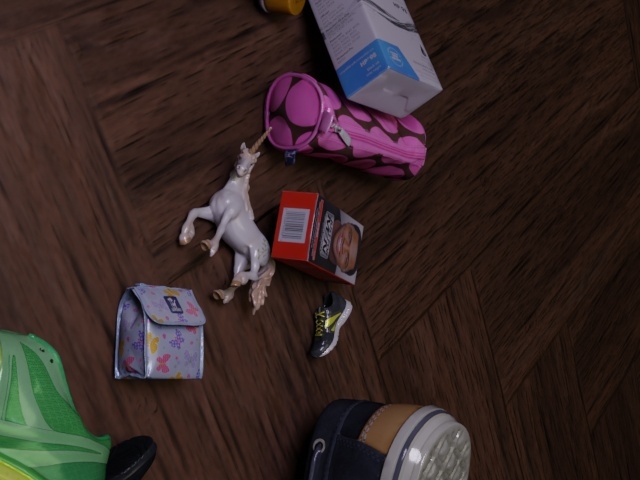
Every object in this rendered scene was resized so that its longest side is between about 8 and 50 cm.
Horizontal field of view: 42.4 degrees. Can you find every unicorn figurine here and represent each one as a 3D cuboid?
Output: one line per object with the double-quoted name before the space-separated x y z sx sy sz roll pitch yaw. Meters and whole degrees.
"unicorn figurine" -0.083 -0.016 0.801 0.111 0.060 0.162 -55 144 -41

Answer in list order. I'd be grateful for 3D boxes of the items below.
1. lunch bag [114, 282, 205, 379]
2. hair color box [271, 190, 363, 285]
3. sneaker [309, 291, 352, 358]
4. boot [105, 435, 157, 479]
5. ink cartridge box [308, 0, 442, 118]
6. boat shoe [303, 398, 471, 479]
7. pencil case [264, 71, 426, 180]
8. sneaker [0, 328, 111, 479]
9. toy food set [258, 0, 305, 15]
"lunch bag" -0.141 0.082 0.731 0.071 0.053 0.083 14 72 -50
"hair color box" 0.000 0.000 0.872 0.141 0.043 0.072 29 68 -66
"sneaker" 0.004 0.094 0.924 0.035 0.031 0.083 45 53 -25
"boot" -0.172 0.240 0.704 0.121 0.045 0.099 -40 118 -33
"ink cartridge box" 0.051 -0.229 0.883 0.104 0.060 0.180 7 57 -50
"boat shoe" 0.034 0.399 0.876 0.186 0.155 0.501 -6 107 -54
"pencil case" 0.036 -0.116 0.898 0.209 0.098 0.095 5 95 -50
"sneaker" -0.258 0.105 0.575 0.296 0.109 0.124 56 29 -32
"toy food set" -0.067 -0.342 0.799 0.111 0.104 0.233 -36 136 -58
